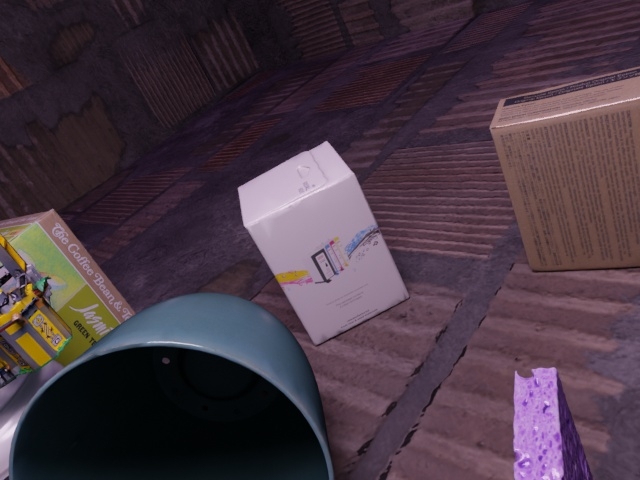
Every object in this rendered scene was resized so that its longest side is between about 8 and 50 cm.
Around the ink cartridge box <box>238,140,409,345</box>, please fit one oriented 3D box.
[{"bbox_3d":[0.000,0.000,0.820,0.168,0.233,0.171,-27,27,0],"label":"ink cartridge box"}]

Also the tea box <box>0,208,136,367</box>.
[{"bbox_3d":[-0.503,0.178,0.857,0.219,0.329,0.324,-6,35,36],"label":"tea box"}]

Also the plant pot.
[{"bbox_3d":[-0.130,0.191,0.581,0.292,0.293,0.235,-23,15,8],"label":"plant pot"}]

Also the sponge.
[{"bbox_3d":[0.174,0.201,0.356,0.031,0.210,0.117,-14,30,27],"label":"sponge"}]

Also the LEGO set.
[{"bbox_3d":[-0.435,0.080,0.523,0.331,0.192,0.255,-32,28,-8],"label":"LEGO set"}]

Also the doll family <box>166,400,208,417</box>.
[{"bbox_3d":[-0.156,0.212,0.775,0.193,0.076,0.111,-35,24,-21],"label":"doll family"}]

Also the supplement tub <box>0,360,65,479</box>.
[{"bbox_3d":[-0.346,0.266,0.632,0.191,0.272,0.191,-21,28,12],"label":"supplement tub"}]

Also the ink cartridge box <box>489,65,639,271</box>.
[{"bbox_3d":[0.339,-0.077,0.652,0.193,0.235,0.088,-6,35,34],"label":"ink cartridge box"}]
